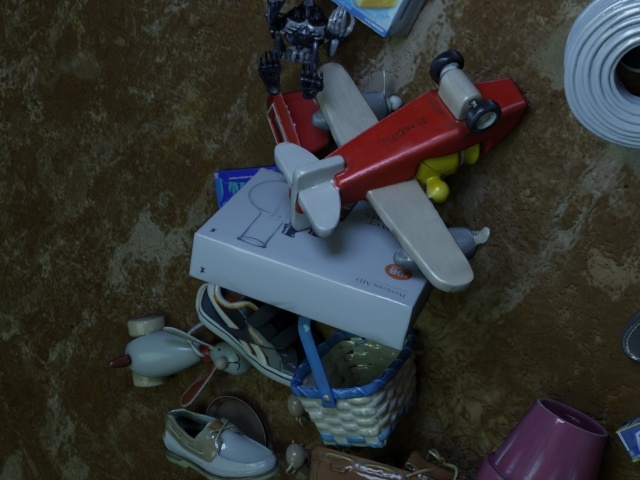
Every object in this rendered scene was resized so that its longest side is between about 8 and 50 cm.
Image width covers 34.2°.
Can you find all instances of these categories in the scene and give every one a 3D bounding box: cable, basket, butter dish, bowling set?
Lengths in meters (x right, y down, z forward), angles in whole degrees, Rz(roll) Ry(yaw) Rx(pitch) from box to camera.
[{"bbox_3d":[0.480,-0.248,1.507,0.257,0.089,0.257,24,128,1],"label":"cable"},{"bbox_3d":[0.055,0.212,1.872,0.201,0.255,0.288,0,111,30],"label":"basket"},{"bbox_3d":[-0.024,-0.214,1.916,0.160,0.118,0.160,153,98,-81],"label":"butter dish"},{"bbox_3d":[0.034,0.414,1.977,0.200,0.154,0.287,-11,68,15],"label":"bowling set"}]

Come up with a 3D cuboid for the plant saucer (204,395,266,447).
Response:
[{"bbox_3d":[-0.176,0.409,2.223,0.168,0.029,0.168,9,106,33],"label":"plant saucer"}]

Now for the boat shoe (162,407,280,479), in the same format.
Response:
[{"bbox_3d":[-0.218,0.426,2.169,0.302,0.113,0.103,5,110,35],"label":"boat shoe"}]

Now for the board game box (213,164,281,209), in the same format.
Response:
[{"bbox_3d":[-0.124,-0.041,2.064,0.160,0.047,0.210,-3,101,36],"label":"board game box"}]

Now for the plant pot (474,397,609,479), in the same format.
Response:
[{"bbox_3d":[0.380,0.370,1.729,0.201,0.201,0.180,28,101,27],"label":"plant pot"}]

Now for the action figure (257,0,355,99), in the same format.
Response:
[{"bbox_3d":[-0.025,-0.361,1.776,0.164,0.275,0.141,14,133,-5],"label":"action figure"}]

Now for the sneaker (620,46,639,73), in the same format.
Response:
[{"bbox_3d":[0.446,-0.361,1.549,0.084,0.097,0.234,-12,94,37],"label":"sneaker"}]

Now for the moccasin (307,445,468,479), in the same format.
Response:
[{"bbox_3d":[0.167,0.433,1.865,0.380,0.139,0.147,4,67,8],"label":"moccasin"}]

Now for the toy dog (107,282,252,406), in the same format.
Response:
[{"bbox_3d":[-0.316,0.243,2.199,0.334,0.161,0.220,-26,86,37],"label":"toy dog"}]

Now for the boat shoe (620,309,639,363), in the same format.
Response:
[{"bbox_3d":[0.594,0.120,1.563,0.335,0.095,0.112,-23,88,37],"label":"boat shoe"}]

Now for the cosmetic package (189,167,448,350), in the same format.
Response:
[{"bbox_3d":[0.009,0.020,1.771,0.377,0.284,0.097,18,124,12],"label":"cosmetic package"}]

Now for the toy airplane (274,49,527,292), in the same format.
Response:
[{"bbox_3d":[0.120,-0.113,1.720,0.385,0.272,0.386,11,68,21],"label":"toy airplane"}]

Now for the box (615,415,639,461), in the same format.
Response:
[{"bbox_3d":[0.561,0.292,1.655,0.169,0.054,0.059,-34,81,37],"label":"box"}]

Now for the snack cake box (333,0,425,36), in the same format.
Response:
[{"bbox_3d":[0.067,-0.485,1.793,0.264,0.089,0.152,39,122,21],"label":"snack cake box"}]

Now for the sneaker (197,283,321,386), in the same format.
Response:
[{"bbox_3d":[-0.101,0.169,2.036,0.321,0.126,0.127,31,124,18],"label":"sneaker"}]
